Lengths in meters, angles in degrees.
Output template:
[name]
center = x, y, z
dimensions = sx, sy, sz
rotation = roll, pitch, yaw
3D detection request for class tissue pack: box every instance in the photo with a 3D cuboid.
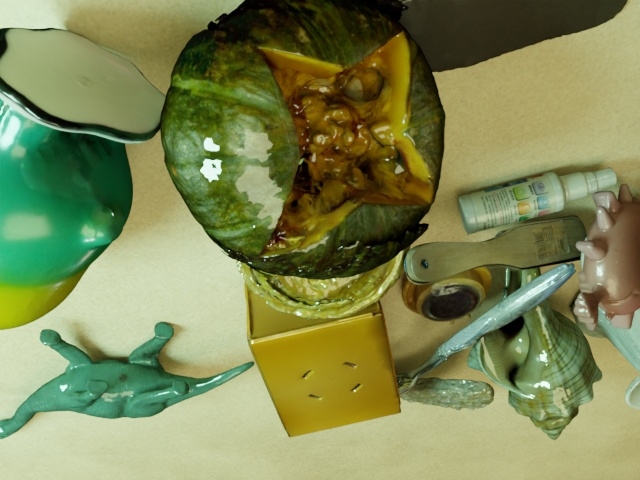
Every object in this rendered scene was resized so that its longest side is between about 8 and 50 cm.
[tissue pack]
center = 0.004, 0.162, 1.201
dimensions = 0.195, 0.145, 0.274
rotation = -14, 136, 0

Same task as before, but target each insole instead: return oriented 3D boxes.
[insole]
center = 0.202, -0.255, 0.909
dimensions = 0.328, 0.007, 0.111
rotation = -12, 138, 0

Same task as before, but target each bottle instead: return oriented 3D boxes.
[bottle]
center = 0.304, -0.061, 1.094
dimensions = 0.217, 0.060, 0.060
rotation = -14, 137, 4

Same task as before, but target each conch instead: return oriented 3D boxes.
[conch]
center = 0.342, 0.173, 1.292
dimensions = 0.203, 0.169, 0.386
rotation = -21, 100, 0

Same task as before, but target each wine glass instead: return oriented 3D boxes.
[wine glass]
center = 0.526, 0.162, 1.280
dimensions = 0.165, 0.196, 0.164
rotation = -8, 137, -8

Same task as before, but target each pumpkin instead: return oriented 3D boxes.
[pumpkin]
center = -0.013, -0.110, 0.818
dimensions = 0.321, 0.192, 0.320
rotation = -7, 103, -32

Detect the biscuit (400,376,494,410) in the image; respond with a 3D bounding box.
[biscuit]
center = 0.204, 0.268, 1.362
dimensions = 0.250, 0.032, 0.133
rotation = -5, 152, 38

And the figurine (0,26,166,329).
[figurine]
center = -0.321, -0.040, 0.851
dimensions = 0.340, 0.231, 0.324
rotation = -54, 165, 30

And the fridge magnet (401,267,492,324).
[fridge magnet]
center = 0.198, 0.078, 1.213
dimensions = 0.143, 0.063, 0.143
rotation = -6, 140, -5

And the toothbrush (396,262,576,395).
[toothbrush]
center = 0.233, 0.150, 1.221
dimensions = 0.042, 0.035, 0.413
rotation = -3, 148, -50

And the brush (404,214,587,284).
[brush]
center = 0.244, 0.014, 1.099
dimensions = 0.328, 0.069, 0.065
rotation = -8, -177, -31

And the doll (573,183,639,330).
[doll]
center = 0.431, 0.030, 1.122
dimensions = 0.093, 0.262, 0.211
rotation = 4, 131, 45

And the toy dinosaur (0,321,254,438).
[toy dinosaur]
center = -0.340, 0.262, 1.280
dimensions = 0.384, 0.129, 0.331
rotation = 8, 144, -22

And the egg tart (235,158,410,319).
[egg tart]
center = 0.000, 0.000, 1.006
dimensions = 0.241, 0.106, 0.240
rotation = 1, 106, 4
